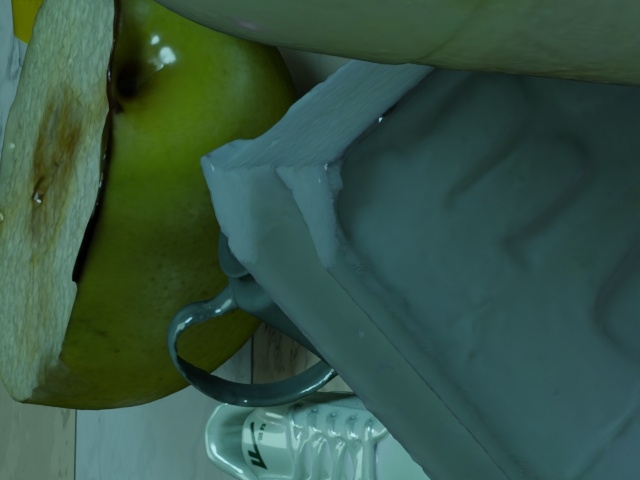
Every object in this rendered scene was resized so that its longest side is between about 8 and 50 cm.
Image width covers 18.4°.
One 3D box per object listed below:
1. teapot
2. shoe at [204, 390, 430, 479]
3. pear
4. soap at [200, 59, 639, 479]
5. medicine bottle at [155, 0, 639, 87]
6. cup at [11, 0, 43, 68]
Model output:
[{"bbox_3d":[0.000,0.000,1.129,0.239,0.149,0.162,-55,26,23],"label":"teapot"},{"bbox_3d":[0.011,0.134,1.198,0.265,0.110,0.095,174,100,-70],"label":"shoe"},{"bbox_3d":[-0.112,-0.044,1.418,0.386,0.191,0.340,151,124,-65],"label":"pear"},{"bbox_3d":[0.131,0.001,1.013,0.302,0.258,0.159,51,160,-12],"label":"soap"},{"bbox_3d":[0.042,-0.186,0.776,0.236,0.406,0.235,-175,90,-68],"label":"medicine bottle"},{"bbox_3d":[-0.191,-0.281,1.677,0.196,0.196,0.279,-129,40,-59],"label":"cup"}]
